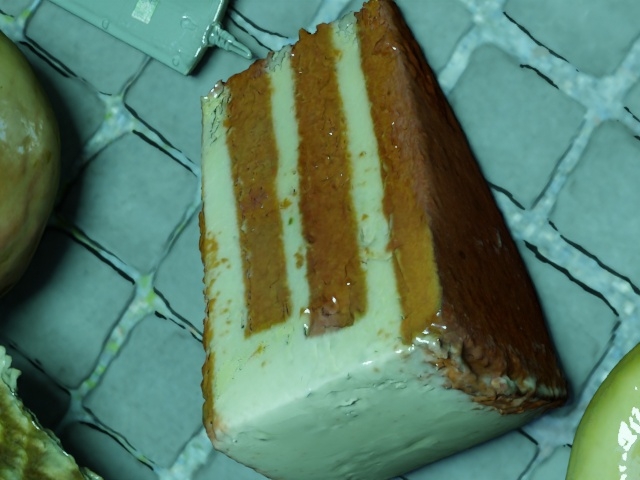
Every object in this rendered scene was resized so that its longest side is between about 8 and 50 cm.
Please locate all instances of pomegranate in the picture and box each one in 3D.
[{"bbox_3d":[-0.236,-0.046,0.918,0.191,0.191,0.191,0,89,19],"label":"pomegranate"}]

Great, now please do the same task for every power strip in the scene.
[{"bbox_3d":[-0.142,-0.167,0.966,0.253,0.027,0.060,30,98,17],"label":"power strip"}]

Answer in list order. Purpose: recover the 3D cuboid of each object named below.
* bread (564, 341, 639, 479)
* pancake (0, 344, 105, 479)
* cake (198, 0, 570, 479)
[{"bbox_3d":[0.232,0.134,0.793,0.217,0.098,0.147,20,95,16],"label":"bread"},{"bbox_3d":[-0.208,0.141,0.945,0.212,0.056,0.257,-27,109,37],"label":"pancake"},{"bbox_3d":[0.000,0.000,0.846,0.158,0.160,0.262,-27,79,20],"label":"cake"}]
